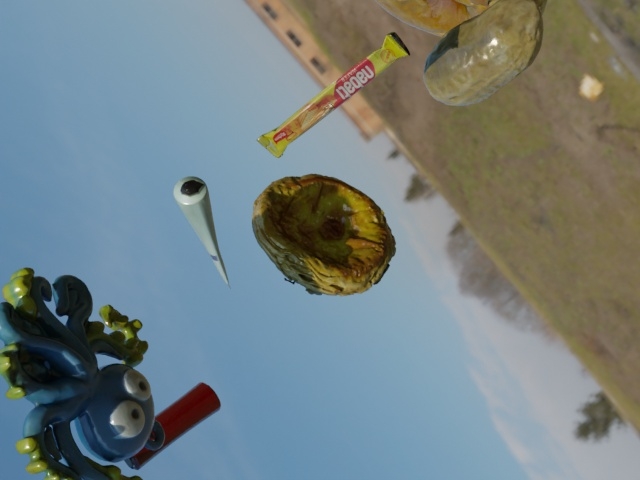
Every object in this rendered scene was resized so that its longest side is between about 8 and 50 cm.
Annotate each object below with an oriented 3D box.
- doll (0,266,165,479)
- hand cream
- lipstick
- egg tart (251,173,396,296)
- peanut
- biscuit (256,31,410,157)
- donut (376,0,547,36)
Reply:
[{"bbox_3d":[-0.335,0.195,1.510,0.341,0.098,0.346,48,-152,-35],"label":"doll"},{"bbox_3d":[-0.235,-0.020,2.175,0.109,0.067,0.321,56,169,31],"label":"hand cream"},{"bbox_3d":[-0.327,0.401,2.285,0.080,0.241,0.080,36,145,31],"label":"lipstick"},{"bbox_3d":[0.000,0.000,1.996,0.295,0.294,0.116,53,145,26],"label":"egg tart"},{"bbox_3d":[0.266,-0.304,1.695,0.129,0.224,0.129,31,-135,-36],"label":"peanut"},{"bbox_3d":[0.018,-0.221,1.618,0.048,0.292,0.026,45,-149,-16],"label":"biscuit"},{"bbox_3d":[0.265,-0.569,2.193,0.448,0.198,0.449,25,170,5],"label":"donut"}]
